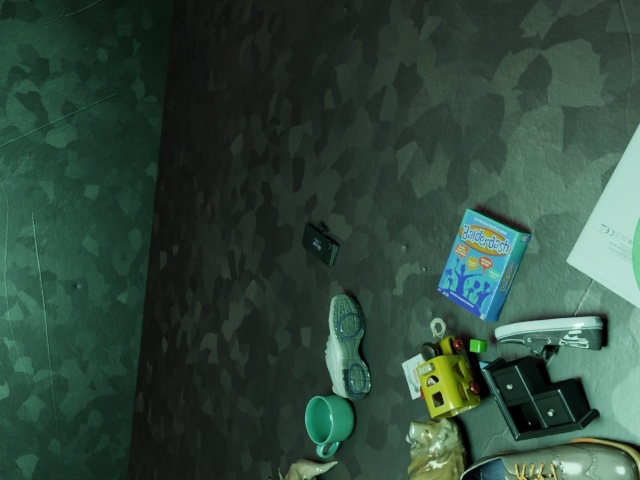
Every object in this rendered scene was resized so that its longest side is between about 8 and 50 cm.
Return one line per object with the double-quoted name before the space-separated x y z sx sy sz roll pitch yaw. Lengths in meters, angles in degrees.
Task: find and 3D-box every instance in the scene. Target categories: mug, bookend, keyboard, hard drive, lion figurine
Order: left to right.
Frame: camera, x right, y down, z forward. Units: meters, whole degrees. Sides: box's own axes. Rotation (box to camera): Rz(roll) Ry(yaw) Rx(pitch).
"keyboard" 0.000 0.000 1.934 0.180 0.023 0.108 36 120 50
"mug" 0.028 0.510 1.748 0.129 0.097 0.157 51 125 45
"lion figurine" 0.254 0.571 1.314 0.240 0.142 0.392 -49 28 18
"bookend" 0.423 0.295 1.213 0.157 0.072 0.156 -32 79 47
"hard drive" 0.591 -0.047 1.100 0.203 0.040 0.307 44 120 48

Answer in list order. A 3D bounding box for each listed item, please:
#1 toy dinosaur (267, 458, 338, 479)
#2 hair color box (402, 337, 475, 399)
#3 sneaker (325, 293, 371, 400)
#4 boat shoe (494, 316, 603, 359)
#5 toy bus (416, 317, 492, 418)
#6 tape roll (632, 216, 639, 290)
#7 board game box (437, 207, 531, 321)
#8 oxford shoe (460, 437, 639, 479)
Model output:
"toy dinosaur" -0.070 0.722 1.838 0.295 0.127 0.200 -62 33 18
"hair color box" 0.276 0.305 1.473 0.167 0.053 0.093 -40 55 41
"sneaker" 0.055 0.297 1.742 0.129 0.111 0.297 -25 64 56
"boat shoe" 0.450 0.198 1.235 0.228 0.080 0.076 -15 71 45
"toy bus" 0.264 0.287 1.361 0.202 0.104 0.191 23 102 51
"tape roll" 0.649 0.022 0.936 0.321 0.077 0.321 0 90 46
"board game box" 0.362 0.053 1.398 0.160 0.047 0.210 35 112 51
"oxford shoe" 0.426 0.452 1.172 0.364 0.133 0.130 -33 58 47
